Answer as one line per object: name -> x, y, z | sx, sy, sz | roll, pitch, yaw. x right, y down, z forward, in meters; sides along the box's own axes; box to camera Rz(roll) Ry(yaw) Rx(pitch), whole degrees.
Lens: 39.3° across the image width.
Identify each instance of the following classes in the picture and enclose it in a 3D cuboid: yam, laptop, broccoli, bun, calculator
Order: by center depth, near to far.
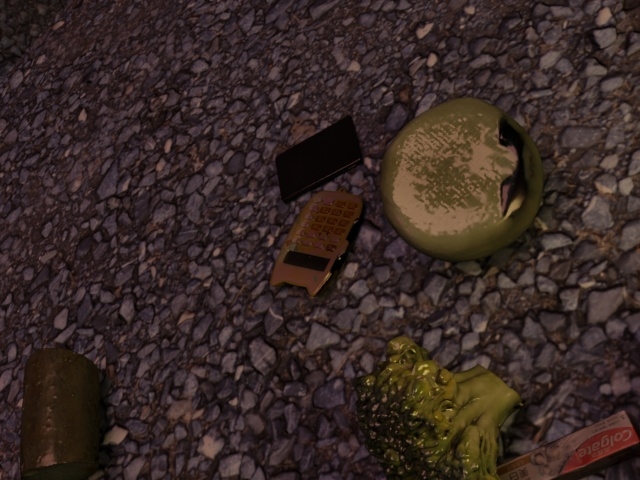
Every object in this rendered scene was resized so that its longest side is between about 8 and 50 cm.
broccoli -> 0.186, 0.260, 1.319 | 0.245, 0.248, 0.288 | -38, 71, -15
bun -> 0.242, -0.089, 1.529 | 0.283, 0.179, 0.283 | -5, 72, 15
calculator -> 0.000, 0.000, 1.745 | 0.157, 0.033, 0.236 | 12, 69, 42
yam -> -0.532, 0.366, 1.837 | 0.161, 0.161, 0.268 | -28, 49, 21
laptop -> -0.006, -0.169, 1.864 | 0.197, 0.016, 0.135 | -26, 50, 20

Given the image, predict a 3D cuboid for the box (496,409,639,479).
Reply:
box -> 0.353, 0.313, 1.280 | 0.218, 0.039, 0.055 | -29, 49, 20
